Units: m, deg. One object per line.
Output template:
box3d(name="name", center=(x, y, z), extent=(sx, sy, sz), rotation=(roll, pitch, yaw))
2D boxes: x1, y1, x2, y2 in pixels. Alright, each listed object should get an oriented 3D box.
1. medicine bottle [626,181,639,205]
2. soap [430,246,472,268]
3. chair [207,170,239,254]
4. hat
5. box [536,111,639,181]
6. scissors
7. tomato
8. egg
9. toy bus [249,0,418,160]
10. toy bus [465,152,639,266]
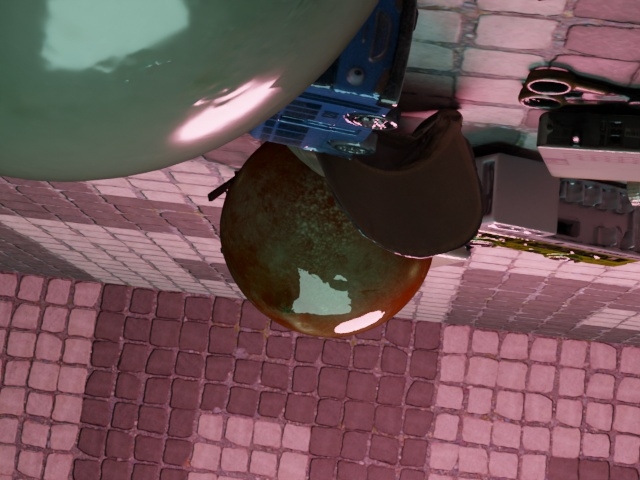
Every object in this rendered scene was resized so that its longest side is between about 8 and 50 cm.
box3d(name="medicine bottle", center=(0.416, -0.065, 1.372), extent=(0.083, 0.047, 0.047), rotation=(0, 168, 35))
box3d(name="soap", center=(0.149, -0.024, 1.590), extent=(0.064, 0.121, 0.183), rotation=(10, 169, -20))
box3d(name="chair", center=(-0.073, -0.065, 1.698), extent=(0.084, 0.101, 0.212), rotation=(3, -154, 29))
box3d(name="hat", center=(0.046, -0.069, 1.206), extent=(0.214, 0.244, 0.149), rotation=(13, 149, -23))
box3d(name="box", center=(0.375, -0.095, 1.217), extent=(0.270, 0.045, 0.211), rotation=(4, 174, 18))
box3d(name="scissors", center=(0.308, -0.139, 1.122), extent=(0.220, 0.017, 0.088), rotation=(7, 167, 3))
box3d(name="tomato", center=(0.000, 0.000, 1.398), extent=(0.270, 0.222, 0.270), rotation=(20, 151, 12))
box3d(name="egg", center=(-0.112, -0.166, 0.527), extent=(0.276, 0.276, 0.389), rotation=(14, 170, -35))
box3d(name="toy bus", center=(0.004, -0.151, 0.992), extent=(0.134, 0.116, 0.234), rotation=(12, 172, -6))
box3d(name="toy bus", center=(0.296, -0.037, 1.464), extent=(0.302, 0.113, 0.139), rotation=(9, 170, -26))
